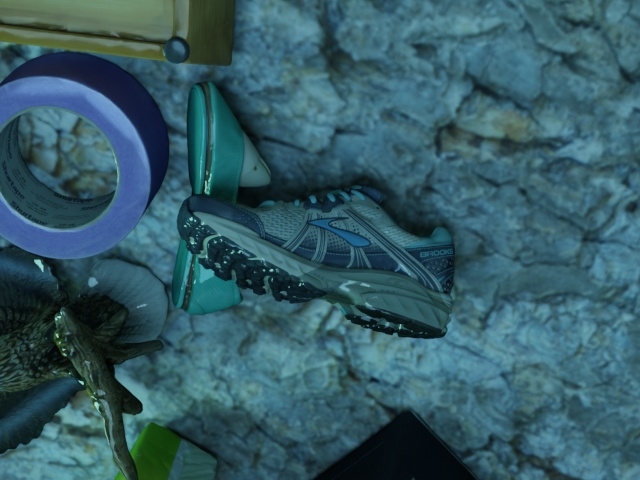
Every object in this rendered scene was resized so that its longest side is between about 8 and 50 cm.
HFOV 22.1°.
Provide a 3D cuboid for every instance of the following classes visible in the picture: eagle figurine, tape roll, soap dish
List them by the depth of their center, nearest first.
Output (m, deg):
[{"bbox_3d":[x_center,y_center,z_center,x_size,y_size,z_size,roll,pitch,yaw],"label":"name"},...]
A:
[{"bbox_3d":[-0.221,-0.276,1.486,0.291,0.118,0.229,7,114,5],"label":"soap dish"},{"bbox_3d":[-0.247,-0.083,1.596,0.189,0.080,0.189,3,114,7],"label":"tape roll"},{"bbox_3d":[-0.320,0.119,1.663,0.298,0.225,0.226,-4,71,42],"label":"eagle figurine"}]

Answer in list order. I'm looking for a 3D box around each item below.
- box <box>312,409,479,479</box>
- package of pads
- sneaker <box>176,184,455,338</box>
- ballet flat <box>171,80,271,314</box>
[{"bbox_3d":[0.028,0.404,1.589,0.293,0.395,0.212,-39,104,23],"label":"box"},{"bbox_3d":[-0.209,0.358,1.662,0.101,0.296,0.229,28,115,-5],"label":"package of pads"},{"bbox_3d":[0.000,0.000,1.566,0.283,0.110,0.122,21,72,-17],"label":"sneaker"},{"bbox_3d":[-0.093,-0.042,1.599,0.087,0.083,0.247,-1,116,-17],"label":"ballet flat"}]
